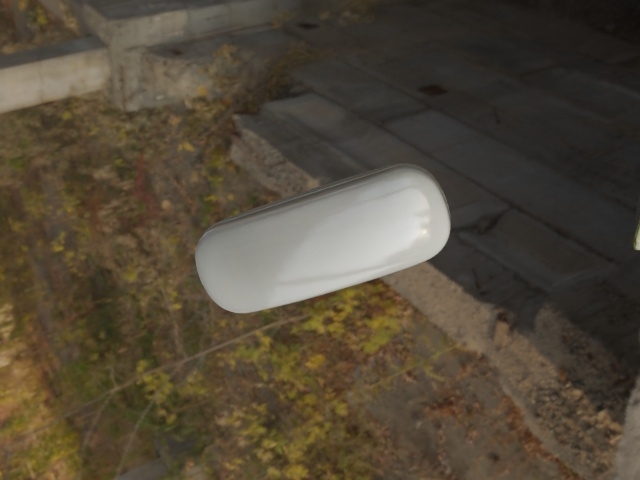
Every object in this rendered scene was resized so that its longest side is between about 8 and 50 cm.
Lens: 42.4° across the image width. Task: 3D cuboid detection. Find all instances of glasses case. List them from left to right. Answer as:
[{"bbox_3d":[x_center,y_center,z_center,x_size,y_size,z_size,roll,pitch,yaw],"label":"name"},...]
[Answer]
[{"bbox_3d":[0.000,0.000,0.611,0.049,0.194,0.074,-63,-46,-69],"label":"glasses case"}]

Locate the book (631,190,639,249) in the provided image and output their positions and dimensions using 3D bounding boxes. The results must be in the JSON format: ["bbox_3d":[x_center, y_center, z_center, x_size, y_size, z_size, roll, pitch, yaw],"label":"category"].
[{"bbox_3d":[0.406,-0.183,0.924,0.035,0.352,0.239,14,137,18],"label":"book"}]
